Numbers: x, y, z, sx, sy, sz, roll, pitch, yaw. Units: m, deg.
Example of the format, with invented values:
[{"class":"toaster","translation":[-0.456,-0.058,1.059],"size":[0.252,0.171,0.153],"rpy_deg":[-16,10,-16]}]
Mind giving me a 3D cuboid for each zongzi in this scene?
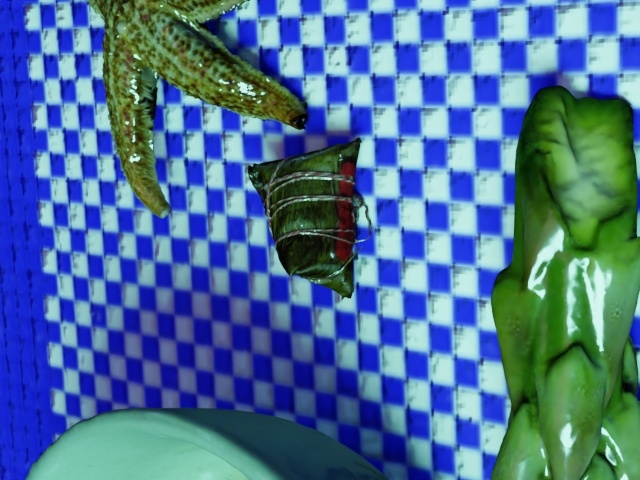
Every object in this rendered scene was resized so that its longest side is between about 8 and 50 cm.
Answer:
[{"class":"zongzi","translation":[0.000,0.000,0.720],"size":[0.067,0.073,0.083],"rpy_deg":[-12,55,22]}]

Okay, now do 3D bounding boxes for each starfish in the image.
[{"class":"starfish","translation":[-0.091,-0.130,0.770],"size":[0.238,0.057,0.213],"rpy_deg":[32,110,32]}]

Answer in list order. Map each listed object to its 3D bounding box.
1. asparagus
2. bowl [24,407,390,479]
[{"class":"asparagus","translation":[0.110,0.078,0.615],"size":[0.080,0.080,0.287],"rpy_deg":[9,104,40]},{"class":"bowl","translation":[-0.021,0.209,0.708],"size":[0.289,0.146,0.289],"rpy_deg":[10,106,41]}]
